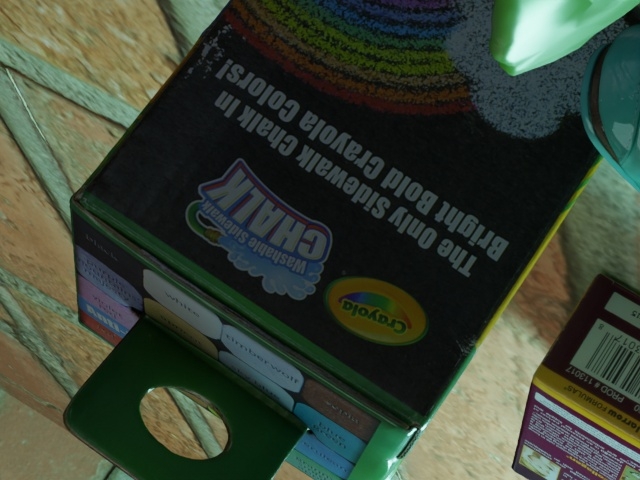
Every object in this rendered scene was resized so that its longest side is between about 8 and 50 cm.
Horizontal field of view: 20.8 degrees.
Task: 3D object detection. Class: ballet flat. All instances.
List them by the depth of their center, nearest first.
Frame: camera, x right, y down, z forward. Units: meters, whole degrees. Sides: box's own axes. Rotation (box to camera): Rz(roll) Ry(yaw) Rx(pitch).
[{"bbox_3d":[0.198,-0.011,0.737,0.087,0.083,0.247,3,157,38],"label":"ballet flat"}]

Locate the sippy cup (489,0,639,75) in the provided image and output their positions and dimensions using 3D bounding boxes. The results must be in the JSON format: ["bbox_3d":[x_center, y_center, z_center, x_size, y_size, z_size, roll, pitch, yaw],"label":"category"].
[{"bbox_3d":[-0.025,-0.184,0.402,0.240,0.305,0.224,0,162,16],"label":"sippy cup"}]

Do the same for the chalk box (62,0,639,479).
[{"bbox_3d":[0.000,0.000,0.815,0.180,0.289,0.179,35,161,6],"label":"chalk box"}]

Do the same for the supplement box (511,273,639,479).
[{"bbox_3d":[0.186,0.110,1.077,0.104,0.081,0.188,31,160,15],"label":"supplement box"}]
